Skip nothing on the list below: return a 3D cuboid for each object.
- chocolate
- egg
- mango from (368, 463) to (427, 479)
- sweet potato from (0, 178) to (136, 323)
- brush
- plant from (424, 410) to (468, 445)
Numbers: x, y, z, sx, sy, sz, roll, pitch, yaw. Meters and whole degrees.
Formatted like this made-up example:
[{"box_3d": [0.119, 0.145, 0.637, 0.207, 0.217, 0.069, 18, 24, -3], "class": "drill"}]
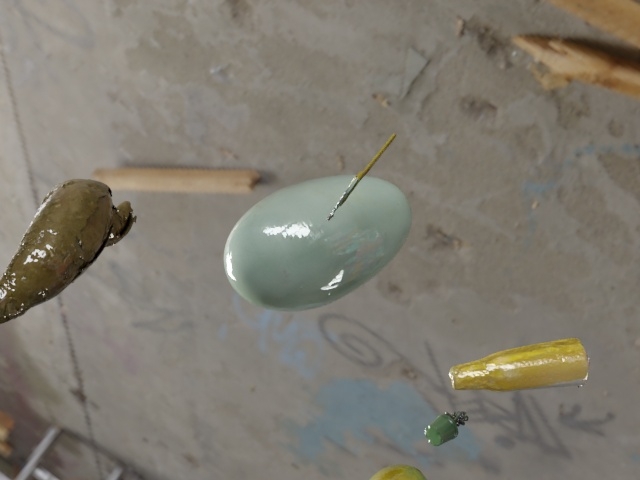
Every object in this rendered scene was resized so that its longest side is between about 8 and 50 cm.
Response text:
[{"box_3d": [0.314, 0.203, 1.743, 0.219, 0.085, 0.085, -5, 143, -6], "class": "chocolate"}, {"box_3d": [0.000, 0.000, 2.012, 0.230, 0.371, 0.230, 56, 159, 35], "class": "egg"}, {"box_3d": [0.096, 0.428, 1.656, 0.114, 0.156, 0.251, 16, 148, -8], "class": "mango"}, {"box_3d": [-0.290, -0.010, 1.264, 0.098, 0.310, 0.124, 26, 117, 2], "class": "sweet potato"}, {"box_3d": [0.073, -0.114, 1.774, 0.010, 0.218, 0.082, 37, 138, 1], "class": "brush"}, {"box_3d": [0.235, 0.332, 1.974, 0.051, 0.102, 0.051, 24, 126, 38], "class": "plant"}]
